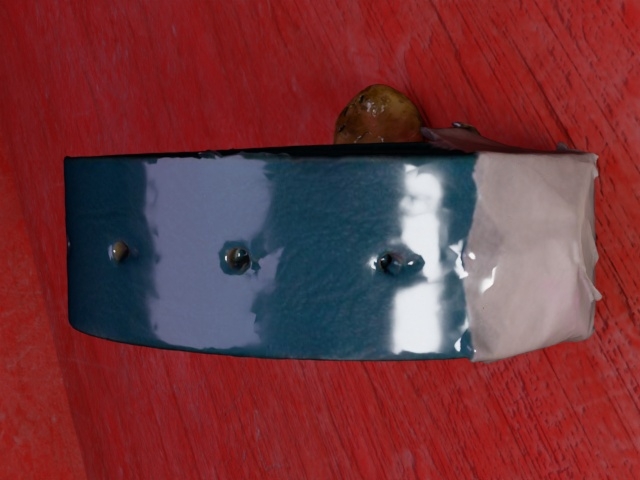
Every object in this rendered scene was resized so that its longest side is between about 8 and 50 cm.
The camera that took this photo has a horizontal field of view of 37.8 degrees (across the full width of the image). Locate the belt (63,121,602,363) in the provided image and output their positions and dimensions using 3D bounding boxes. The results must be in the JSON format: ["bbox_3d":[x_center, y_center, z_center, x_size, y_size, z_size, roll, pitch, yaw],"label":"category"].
[{"bbox_3d":[-0.001,0.001,0.749,0.436,0.300,0.173,-3,95,20],"label":"belt"}]

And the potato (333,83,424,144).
[{"bbox_3d":[0.056,-0.069,0.929,0.107,0.080,0.170,16,110,62],"label":"potato"}]
